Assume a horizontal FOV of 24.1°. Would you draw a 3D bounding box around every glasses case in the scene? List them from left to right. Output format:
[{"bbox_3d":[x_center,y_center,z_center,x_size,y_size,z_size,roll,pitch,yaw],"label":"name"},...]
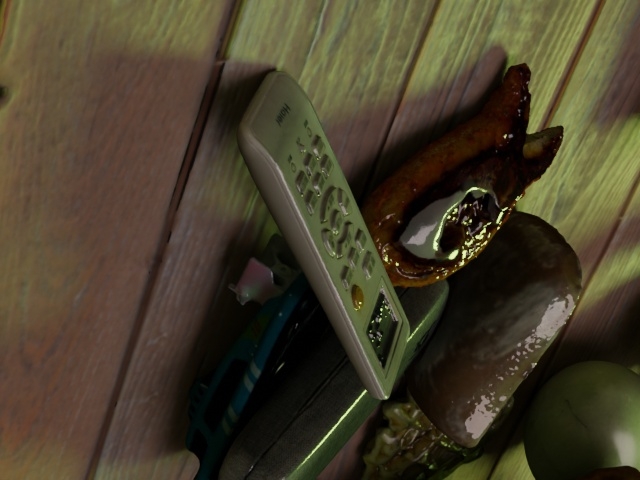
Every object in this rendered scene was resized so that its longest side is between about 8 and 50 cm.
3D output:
[{"bbox_3d":[0.016,0.152,1.526,0.323,0.074,0.131,-47,165,-30],"label":"glasses case"}]

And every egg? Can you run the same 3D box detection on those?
[{"bbox_3d":[0.355,0.254,1.928,0.186,0.186,0.253,-30,148,-17],"label":"egg"}]

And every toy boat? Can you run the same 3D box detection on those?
[{"bbox_3d":[-0.079,0.131,1.503,0.134,0.092,0.299,-44,165,-56],"label":"toy boat"}]

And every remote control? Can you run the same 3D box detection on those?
[{"bbox_3d":[0.000,0.000,1.368,0.055,0.109,0.313,-11,122,24],"label":"remote control"}]

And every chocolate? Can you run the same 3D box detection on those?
[{"bbox_3d":[0.172,0.087,1.642,0.080,0.157,0.254,23,110,-31],"label":"chocolate"}]

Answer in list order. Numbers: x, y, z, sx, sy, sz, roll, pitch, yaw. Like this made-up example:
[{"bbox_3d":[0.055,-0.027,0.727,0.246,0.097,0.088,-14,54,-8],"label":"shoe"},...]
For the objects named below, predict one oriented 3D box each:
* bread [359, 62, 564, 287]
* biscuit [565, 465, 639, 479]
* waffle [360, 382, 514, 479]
[{"bbox_3d":[0.137,-0.055,1.517,0.269,0.095,0.139,-47,133,-19],"label":"bread"},{"bbox_3d":[0.234,0.459,1.861,0.343,0.166,0.395,-10,143,-6],"label":"biscuit"},{"bbox_3d":[0.151,0.226,1.824,0.223,0.054,0.204,-15,134,-31],"label":"waffle"}]
